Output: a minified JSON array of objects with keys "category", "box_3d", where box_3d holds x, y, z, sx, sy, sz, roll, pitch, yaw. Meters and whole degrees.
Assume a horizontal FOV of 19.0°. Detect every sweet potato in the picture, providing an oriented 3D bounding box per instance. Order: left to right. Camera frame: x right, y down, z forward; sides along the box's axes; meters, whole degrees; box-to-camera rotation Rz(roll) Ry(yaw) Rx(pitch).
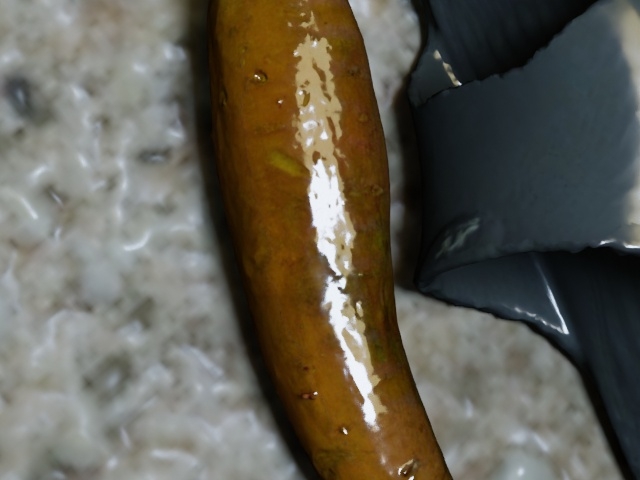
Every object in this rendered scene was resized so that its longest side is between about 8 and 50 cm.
[{"category":"sweet potato","box_3d":[-0.001,0.000,0.603,0.057,0.057,0.264,-8,85,-27]}]

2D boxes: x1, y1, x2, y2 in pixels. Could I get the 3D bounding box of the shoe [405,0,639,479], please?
[{"category":"shoe","box_3d":[0.085,0.004,0.610,0.093,0.108,0.241,-24,91,-35]}]
